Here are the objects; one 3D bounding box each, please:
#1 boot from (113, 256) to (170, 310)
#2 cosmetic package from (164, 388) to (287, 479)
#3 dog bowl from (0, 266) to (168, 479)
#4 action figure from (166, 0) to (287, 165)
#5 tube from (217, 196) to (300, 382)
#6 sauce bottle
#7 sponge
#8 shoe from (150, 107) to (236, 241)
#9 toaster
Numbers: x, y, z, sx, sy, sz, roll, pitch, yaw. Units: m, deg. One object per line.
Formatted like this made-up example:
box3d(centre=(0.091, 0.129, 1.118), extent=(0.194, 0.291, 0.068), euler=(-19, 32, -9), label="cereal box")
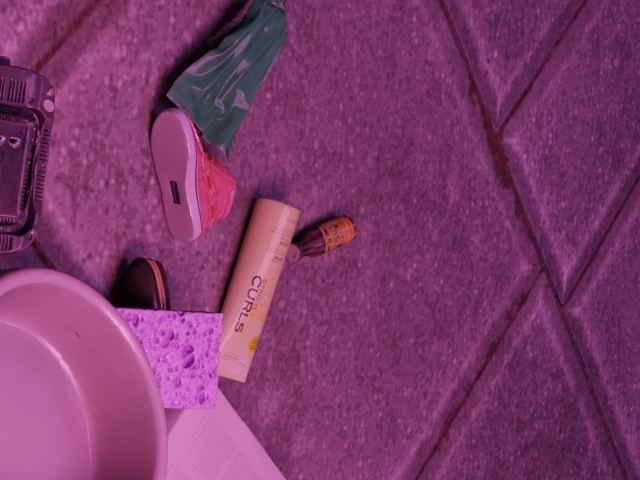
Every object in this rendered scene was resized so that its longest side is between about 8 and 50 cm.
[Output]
box3d(centre=(-0.254, 0.114, 1.954), extent=(0.137, 0.077, 0.198), euler=(9, 90, -49), label="boot")
box3d(centre=(-0.202, 0.384, 2.059), extent=(0.377, 0.097, 0.284), euler=(-58, 136, -27), label="cosmetic package")
box3d(centre=(-0.290, 0.185, 1.706), extent=(0.349, 0.102, 0.348), euler=(36, 44, -44), label="dog bowl")
box3d(centre=(-0.103, -0.226, 2.085), extent=(0.232, 0.063, 0.137), euler=(-58, 136, -22), label="action figure")
box3d(centre=(-0.088, 0.065, 2.177), extent=(0.070, 0.062, 0.240), euler=(19, 86, -13), label="tube")
box3d(centre=(0.000, 0.000, 2.291), extent=(0.128, 0.042, 0.042), euler=(-27, 119, -48), label="sauce bottle")
box3d(centre=(-0.213, 0.136, 1.935), extent=(0.210, 0.031, 0.117), euler=(5, 91, -35), label="sponge")
box3d(centre=(-0.155, -0.091, 2.048), extent=(0.081, 0.063, 0.178), euler=(-35, 130, -43), label="shoe")
box3d(centre=(-0.365, -0.077, 1.694), extent=(0.129, 0.146, 0.227), euler=(4, 94, -53), label="toaster")
